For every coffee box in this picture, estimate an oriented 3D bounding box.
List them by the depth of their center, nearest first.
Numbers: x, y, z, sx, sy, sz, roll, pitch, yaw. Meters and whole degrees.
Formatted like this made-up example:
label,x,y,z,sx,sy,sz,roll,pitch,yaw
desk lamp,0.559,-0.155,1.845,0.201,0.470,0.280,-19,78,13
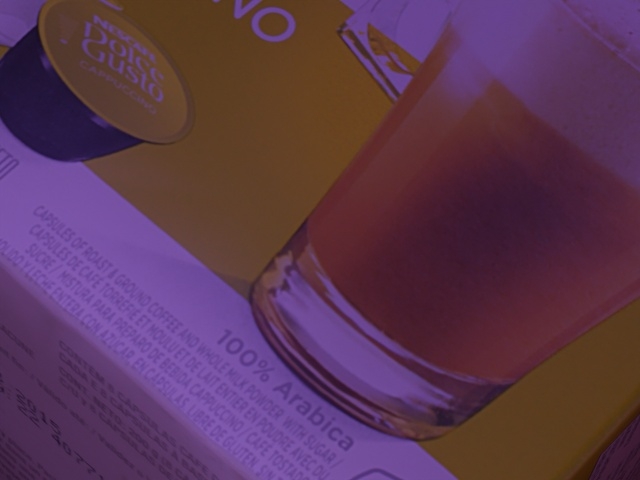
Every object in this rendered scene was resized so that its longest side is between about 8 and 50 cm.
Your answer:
label,x,y,z,sx,sy,sz,roll,pitch,yaw
coffee box,0.000,0.000,0.852,0.338,0.338,0.334,40,63,16
